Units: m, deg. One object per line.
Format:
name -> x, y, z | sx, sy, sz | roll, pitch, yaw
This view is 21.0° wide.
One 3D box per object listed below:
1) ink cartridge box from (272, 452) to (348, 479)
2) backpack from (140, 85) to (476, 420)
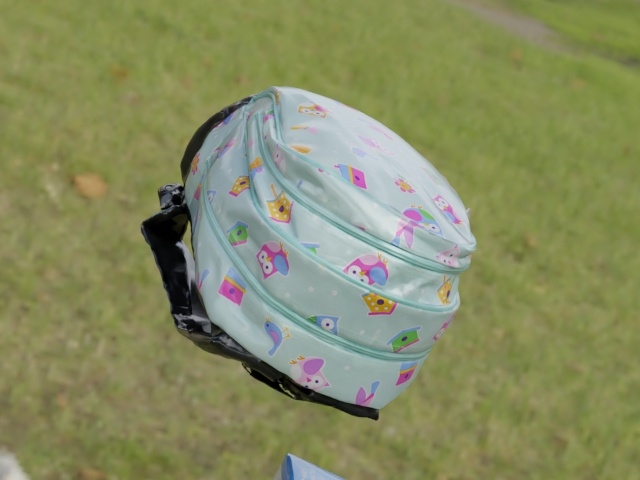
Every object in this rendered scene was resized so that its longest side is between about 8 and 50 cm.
ink cartridge box -> 0.058, 0.199, 0.797 | 0.203, 0.086, 0.148 | 25, 14, -10
backpack -> 0.000, 0.000, 0.798 | 0.152, 0.115, 0.182 | 20, 19, -10
